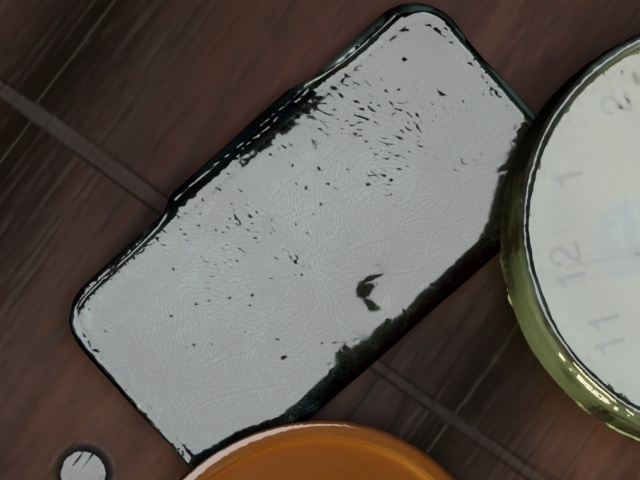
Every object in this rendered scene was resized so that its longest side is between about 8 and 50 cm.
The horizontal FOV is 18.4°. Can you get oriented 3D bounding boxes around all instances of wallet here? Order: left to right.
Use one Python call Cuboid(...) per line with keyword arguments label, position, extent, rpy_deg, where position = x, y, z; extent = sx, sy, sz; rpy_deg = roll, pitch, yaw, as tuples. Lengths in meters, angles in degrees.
Cuboid(label="wallet", position=(0.000, 0.000, 1.261), extent=(0.318, 0.045, 0.172), rpy_deg=(-42, 96, -7))

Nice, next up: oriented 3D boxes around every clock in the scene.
Cuboid(label="clock", position=(0.251, -0.005, 1.231), extent=(0.281, 0.055, 0.280), rpy_deg=(0, 85, -2))

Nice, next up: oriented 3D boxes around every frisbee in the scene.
Cuboid(label="frisbee", position=(-0.005, 0.236, 1.246), extent=(0.251, 0.021, 0.250), rpy_deg=(-2, 96, -13))
